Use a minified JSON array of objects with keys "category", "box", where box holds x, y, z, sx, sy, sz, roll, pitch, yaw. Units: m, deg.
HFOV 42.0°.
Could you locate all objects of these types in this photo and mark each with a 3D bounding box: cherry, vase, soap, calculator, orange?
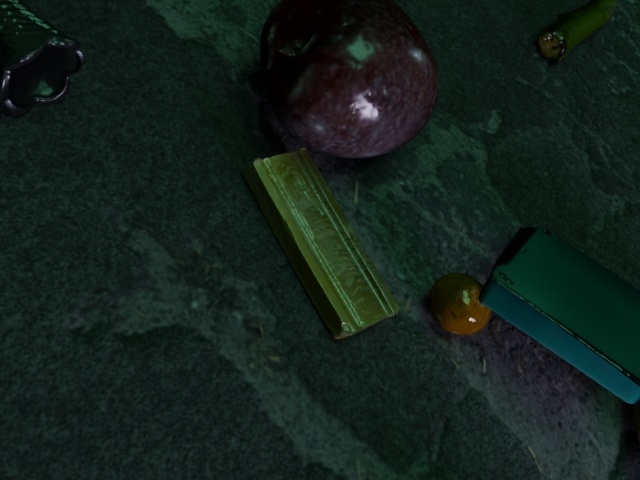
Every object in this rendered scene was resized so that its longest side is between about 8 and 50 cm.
[{"category":"cherry","box":[0.043,-0.218,1.094,0.300,0.203,0.230,19,35,-46]},{"category":"vase","box":[-0.379,-0.266,0.941,0.115,0.115,0.237,-31,77,-40]},{"category":"soap","box":[0.000,0.000,1.033,0.092,0.037,0.252,-18,72,-36]},{"category":"calculator","box":[0.339,0.092,1.088,0.248,0.058,0.274,34,28,11]},{"category":"orange","box":[0.177,0.082,1.064,0.083,0.070,0.083,25,52,-36]}]

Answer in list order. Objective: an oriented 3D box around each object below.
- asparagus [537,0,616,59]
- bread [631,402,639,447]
[{"category":"asparagus","box":[0.488,-0.407,1.571,0.067,0.060,0.278,37,46,21]},{"category":"bread","box":[0.517,0.257,1.128,0.192,0.110,0.209,22,52,-25]}]
